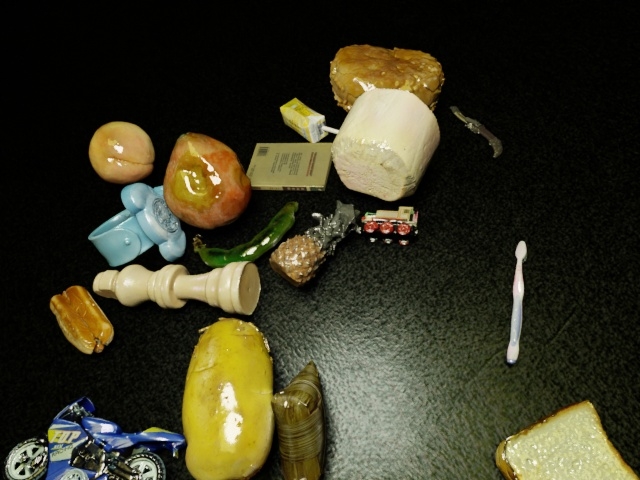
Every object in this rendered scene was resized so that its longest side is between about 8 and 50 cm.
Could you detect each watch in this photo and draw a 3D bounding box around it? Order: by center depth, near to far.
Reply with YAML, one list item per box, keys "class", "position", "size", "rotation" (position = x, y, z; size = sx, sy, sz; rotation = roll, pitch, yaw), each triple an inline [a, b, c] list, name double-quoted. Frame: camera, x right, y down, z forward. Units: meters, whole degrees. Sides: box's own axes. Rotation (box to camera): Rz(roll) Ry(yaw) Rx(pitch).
- class: "watch"
  position: [-0.460, -0.029, 1.008]
  size: [0.193, 0.211, 0.211]
  rotation: [-22, 55, 11]

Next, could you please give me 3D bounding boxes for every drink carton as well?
- class: "drink carton"
  position: [-0.031, -0.331, 1.150]
  size: [0.074, 0.084, 0.200]
  rotation: [-35, 52, -15]

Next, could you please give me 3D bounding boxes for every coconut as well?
- class: "coconut"
  position: [0.160, -0.236, 0.955]
  size: [0.239, 0.239, 0.244]
  rotation: [18, 64, 23]

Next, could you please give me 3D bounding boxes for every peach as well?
- class: "peach"
  position: [-0.287, -0.150, 0.994]
  size: [0.214, 0.236, 0.214]
  rotation: [-16, 22, 7]
- class: "peach"
  position: [-0.569, -0.247, 1.155]
  size: [0.184, 0.184, 0.184]
  rotation: [-6, 56, 9]

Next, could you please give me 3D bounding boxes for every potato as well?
- class: "potato"
  position: [-0.169, 0.281, 0.739]
  size: [0.172, 0.140, 0.300]
  rotation: [-24, 46, 12]

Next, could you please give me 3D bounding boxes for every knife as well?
- class: "knife"
  position: [0.416, -0.299, 1.065]
  size: [0.045, 0.021, 0.222]
  rotation: [-25, 56, -1]

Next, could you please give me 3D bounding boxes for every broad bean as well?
- class: "broad bean"
  position: [-0.178, -0.006, 0.991]
  size: [0.291, 0.049, 0.144]
  rotation: [-20, 52, 0]

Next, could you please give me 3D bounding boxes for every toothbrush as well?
- class: "toothbrush"
  position: [0.390, 0.116, 0.797]
  size: [0.021, 0.027, 0.269]
  rotation: [-14, 46, 48]

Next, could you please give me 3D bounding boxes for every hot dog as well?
- class: "hot dog"
  position: [-0.565, 0.181, 0.949]
  size: [0.092, 0.062, 0.235]
  rotation: [-32, 50, -28]

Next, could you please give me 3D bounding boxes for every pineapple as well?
- class: "pineapple"
  position: [0.000, 0.000, 0.913]
  size: [0.119, 0.111, 0.237]
  rotation: [38, 70, 21]

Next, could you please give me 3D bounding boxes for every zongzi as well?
- class: "zongzi"
  position: [-0.025, 0.337, 0.733]
  size: [0.084, 0.184, 0.187]
  rotation: [-4, 93, 11]

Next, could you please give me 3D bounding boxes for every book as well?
- class: "book"
  position: [-0.086, -0.207, 1.115]
  size: [0.230, 0.026, 0.161]
  rotation: [4, 59, 15]

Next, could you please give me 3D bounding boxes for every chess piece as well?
- class: "chess piece"
  position: [-0.341, 0.103, 0.923]
  size: [0.396, 0.117, 0.117]
  rotation: [0, 58, 15]

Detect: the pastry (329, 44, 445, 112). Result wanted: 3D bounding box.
- class: "pastry"
  position: [0.178, -0.426, 1.117]
  size: [0.310, 0.162, 0.255]
  rotation: [9, 49, 6]

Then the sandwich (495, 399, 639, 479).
- class: "sandwich"
  position: [0.395, 0.377, 0.603]
  size: [0.186, 0.065, 0.215]
  rotation: [-26, 56, -4]

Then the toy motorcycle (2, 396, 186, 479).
- class: "toy motorcycle"
  position: [-0.417, 0.390, 0.754]
  size: [0.315, 0.113, 0.169]
  rotation: [7, 50, 6]

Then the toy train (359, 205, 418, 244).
- class: "toy train"
  position: [0.159, -0.038, 0.937]
  size: [0.137, 0.050, 0.087]
  rotation: [4, 54, 16]
